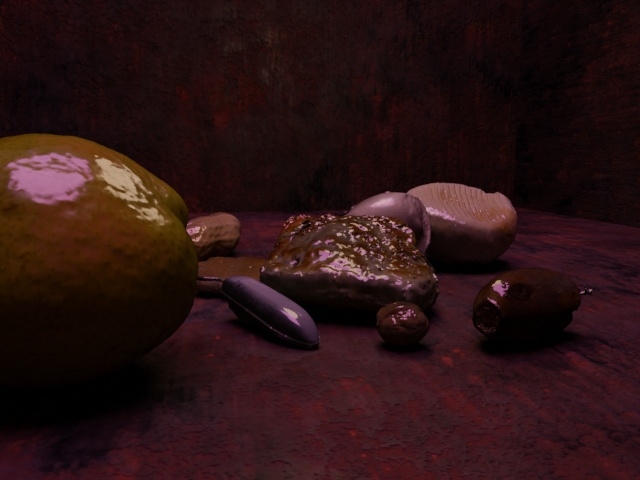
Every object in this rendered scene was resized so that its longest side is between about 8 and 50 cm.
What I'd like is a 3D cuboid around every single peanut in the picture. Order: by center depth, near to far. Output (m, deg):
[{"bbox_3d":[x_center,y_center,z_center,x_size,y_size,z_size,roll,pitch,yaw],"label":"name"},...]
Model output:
[{"bbox_3d":[-0.356,-0.006,1.700,0.152,0.152,0.313,4,9,24],"label":"peanut"}]

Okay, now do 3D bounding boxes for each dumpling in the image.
[{"bbox_3d":[0.170,-0.013,1.460,0.243,0.226,0.175,-16,3,23],"label":"dumpling"}]

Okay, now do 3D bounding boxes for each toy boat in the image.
[{"bbox_3d":[-0.094,0.139,0.992,0.078,0.085,0.261,-9,24,-42],"label":"toy boat"}]

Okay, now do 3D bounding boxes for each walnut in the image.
[{"bbox_3d":[0.141,0.144,0.920,0.092,0.092,0.092,0,9,0],"label":"walnut"}]

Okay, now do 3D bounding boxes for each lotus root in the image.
[{"bbox_3d":[0.365,0.114,0.949,0.241,0.123,0.123,-3,24,-32],"label":"lotus root"}]

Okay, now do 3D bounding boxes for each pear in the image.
[{"bbox_3d":[-0.361,0.034,0.765,0.391,0.390,0.391,0,9,0],"label":"pear"}]

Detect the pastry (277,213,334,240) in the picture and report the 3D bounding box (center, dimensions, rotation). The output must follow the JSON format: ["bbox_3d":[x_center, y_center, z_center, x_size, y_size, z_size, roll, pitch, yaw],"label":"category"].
[{"bbox_3d":[0.000,0.000,1.591,0.255,0.161,0.311,-5,9,-19],"label":"pastry"}]

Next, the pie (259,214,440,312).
[{"bbox_3d":[0.056,0.054,1.191,0.396,0.180,0.418,0,14,2],"label":"pie"}]

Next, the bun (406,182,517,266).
[{"bbox_3d":[0.411,-0.037,1.633,0.365,0.219,0.365,5,27,-3],"label":"bun"}]

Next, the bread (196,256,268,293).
[{"bbox_3d":[-0.232,0.089,1.345,0.208,0.056,0.286,4,9,6],"label":"bread"}]
